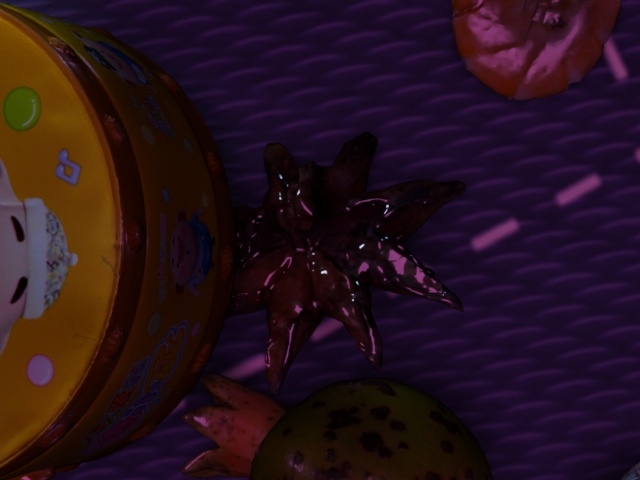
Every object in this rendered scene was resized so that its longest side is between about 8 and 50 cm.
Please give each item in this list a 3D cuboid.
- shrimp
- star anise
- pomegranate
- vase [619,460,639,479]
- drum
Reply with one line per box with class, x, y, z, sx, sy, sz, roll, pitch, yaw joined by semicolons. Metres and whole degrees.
shrimp;0.196;-0.268;1.354;0.152;0.063;0.287;4;97;3
star anise;0.000;0.000;1.331;0.271;0.102;0.272;-9;60;15
pomegranate;0.005;0.214;1.320;0.285;0.231;0.231;17;95;4
vase;0.260;0.429;1.311;0.249;0.250;0.446;24;102;3
drum;-0.298;0.000;1.298;0.431;0.214;0.431;0;90;21
